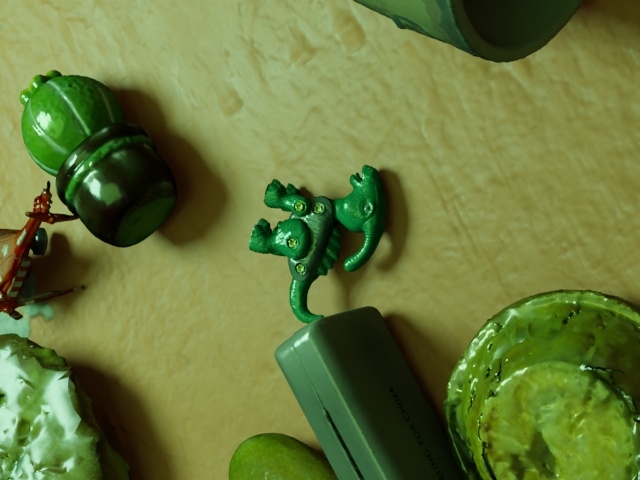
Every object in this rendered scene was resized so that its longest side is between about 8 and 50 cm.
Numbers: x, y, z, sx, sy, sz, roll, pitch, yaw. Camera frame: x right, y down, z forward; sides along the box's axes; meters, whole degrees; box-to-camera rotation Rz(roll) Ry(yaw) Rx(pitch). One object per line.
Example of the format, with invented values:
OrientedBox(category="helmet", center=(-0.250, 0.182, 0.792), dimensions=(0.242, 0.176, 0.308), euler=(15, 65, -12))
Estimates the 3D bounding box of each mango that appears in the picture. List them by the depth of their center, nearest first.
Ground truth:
OrientedBox(category="mango", center=(0.001, 0.242, 1.210), dimensions=(0.227, 0.099, 0.136), euler=(53, 140, 26))

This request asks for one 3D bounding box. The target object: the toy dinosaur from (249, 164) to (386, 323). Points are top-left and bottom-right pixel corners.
OrientedBox(category="toy dinosaur", center=(0.000, 0.000, 1.221), dimensions=(0.096, 0.059, 0.132), euler=(15, 92, 23))

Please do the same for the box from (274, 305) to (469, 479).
OrientedBox(category="box", center=(0.059, 0.169, 1.165), dimensions=(0.055, 0.103, 0.243), euler=(-37, 75, 31))

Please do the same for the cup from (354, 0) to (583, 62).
OrientedBox(category="cup", center=(0.073, -0.301, 1.085), dimensions=(0.257, 0.227, 0.301), euler=(25, 76, 31))

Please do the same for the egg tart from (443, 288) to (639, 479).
OrientedBox(category="egg tart", center=(0.180, 0.138, 1.106), dimensions=(0.213, 0.090, 0.212), euler=(5, 99, 29))

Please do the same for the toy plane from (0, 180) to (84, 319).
OrientedBox(category="toy plane", center=(-0.269, 0.009, 1.330), dimensions=(0.126, 0.194, 0.077), euler=(-8, 64, -10))

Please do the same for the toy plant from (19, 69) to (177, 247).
OrientedBox(category="toy plant", center=(-0.193, -0.075, 1.305), dimensions=(0.162, 0.093, 0.093), euler=(50, 115, 18))

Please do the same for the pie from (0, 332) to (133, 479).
OrientedBox(category="pie", center=(-0.291, 0.254, 1.377), dimensions=(0.288, 0.103, 0.354), euler=(20, 99, 28))
